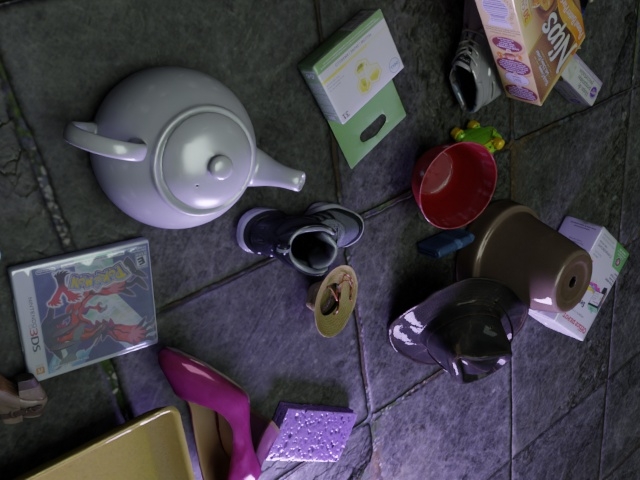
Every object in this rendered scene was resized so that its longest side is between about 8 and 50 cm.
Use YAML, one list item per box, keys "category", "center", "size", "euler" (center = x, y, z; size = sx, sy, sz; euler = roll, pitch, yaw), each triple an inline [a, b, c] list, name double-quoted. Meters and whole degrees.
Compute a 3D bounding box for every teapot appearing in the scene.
- category: "teapot"
  center: [-0.189, -0.121, 0.926]
  size: [0.256, 0.187, 0.252]
  euler: [-40, 128, -19]

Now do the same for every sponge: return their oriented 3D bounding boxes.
- category: "sponge"
  center: [-0.021, 0.400, 1.376]
  size: [0.210, 0.031, 0.117]
  euler: [18, 95, -43]

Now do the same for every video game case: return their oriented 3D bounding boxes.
- category: "video game case"
  center: [-0.348, 0.102, 0.995]
  size: [0.201, 0.023, 0.183]
  euler: [-16, 117, -34]

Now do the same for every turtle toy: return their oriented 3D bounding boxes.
- category: "turtle toy"
  center: [0.335, -0.203, 1.394]
  size: [0.130, 0.095, 0.066]
  euler: [-26, 144, -28]

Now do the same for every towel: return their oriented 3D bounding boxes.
- category: "towel"
  center: [0.273, 0.007, 1.434]
  size: [0.119, 0.067, 0.029]
  euler: [-21, 118, -32]

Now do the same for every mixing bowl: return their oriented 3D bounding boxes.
- category: "mixing bowl"
  center: [0.252, -0.124, 1.332]
  size: [0.181, 0.098, 0.181]
  euler: [-11, 118, -22]

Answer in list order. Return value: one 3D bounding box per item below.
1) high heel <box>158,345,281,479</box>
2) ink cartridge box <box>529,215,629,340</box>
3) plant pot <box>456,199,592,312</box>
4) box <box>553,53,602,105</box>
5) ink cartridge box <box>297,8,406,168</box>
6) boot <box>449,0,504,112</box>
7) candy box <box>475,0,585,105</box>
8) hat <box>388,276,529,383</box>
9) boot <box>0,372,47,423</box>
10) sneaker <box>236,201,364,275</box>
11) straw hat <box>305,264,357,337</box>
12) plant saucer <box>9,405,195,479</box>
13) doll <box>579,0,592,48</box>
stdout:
- category: "high heel"
  center: [-0.196, 0.331, 1.133]
  size: [0.181, 0.127, 0.377]
  euler: [-55, 136, -22]
- category: "ink cartridge box"
  center: [0.679, 0.105, 1.771]
  size: [0.201, 0.117, 0.278]
  euler: [30, 88, -42]
- category: "plant pot"
  center: [0.481, 0.061, 1.518]
  size: [0.263, 0.229, 0.263]
  euler: [-17, 118, -34]
- category: "box"
  center: [0.527, -0.398, 1.481]
  size: [0.324, 0.067, 0.063]
  euler: [22, 93, -43]
- category: "ink cartridge box"
  center: [0.078, -0.262, 1.178]
  size: [0.171, 0.056, 0.235]
  euler: [-45, 127, -17]
- category: "boot"
  center: [0.306, -0.376, 1.286]
  size: [0.123, 0.095, 0.258]
  euler: [-42, 130, -28]
- category: "candy box"
  center: [0.390, -0.419, 1.217]
  size: [0.183, 0.087, 0.316]
  euler: [-55, 144, -9]
- category: "hat"
  center: [0.315, 0.228, 1.427]
  size: [0.331, 0.134, 0.331]
  euler: [-7, 140, -6]
- category: "boot"
  center: [-0.455, 0.228, 0.948]
  size: [0.118, 0.042, 0.087]
  euler: [1, 126, -16]
- category: "sneaker"
  center: [0.000, 0.000, 1.150]
  size: [0.269, 0.153, 0.101]
  euler: [-3, 110, -38]
- category: "straw hat"
  center: [0.008, 0.109, 1.263]
  size: [0.144, 0.061, 0.144]
  euler: [-22, 118, -51]
- category: "plant saucer"
  center: [-0.369, 0.453, 1.081]
  size: [0.333, 0.081, 0.332]
  euler: [-23, 120, -32]
- category: "doll"
  center: [0.562, -0.523, 1.471]
  size: [0.129, 0.046, 0.189]
  euler: [-15, 116, -36]
